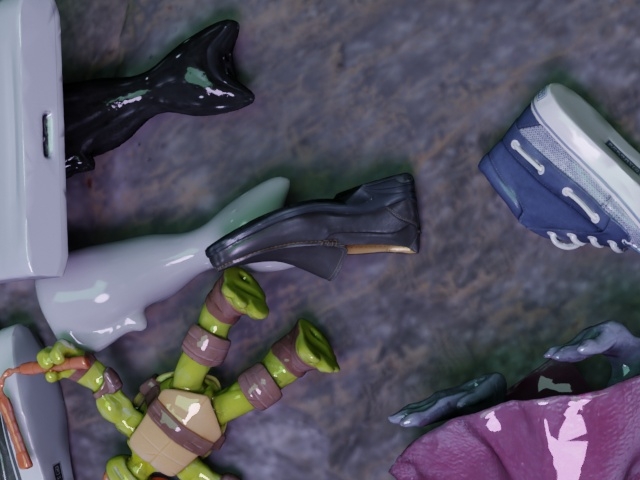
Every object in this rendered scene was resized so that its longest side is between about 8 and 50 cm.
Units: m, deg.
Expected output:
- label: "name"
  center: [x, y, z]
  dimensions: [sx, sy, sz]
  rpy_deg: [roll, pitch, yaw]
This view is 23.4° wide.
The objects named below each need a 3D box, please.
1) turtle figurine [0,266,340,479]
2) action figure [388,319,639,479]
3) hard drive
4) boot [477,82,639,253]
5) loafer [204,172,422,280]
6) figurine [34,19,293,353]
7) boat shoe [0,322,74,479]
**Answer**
- label: "turtle figurine"
  center: [-0.088, 0.138, 1.160]
  dimensions: [0.269, 0.087, 0.217]
  rpy_deg: [43, 105, -2]
- label: "action figure"
  center: [0.202, 0.250, 1.046]
  dimensions: [0.276, 0.248, 0.370]
  rpy_deg: [-24, 87, -24]
- label: "hard drive"
  center: [-0.308, -0.061, 1.197]
  dimensions: [0.308, 0.040, 0.203]
  rpy_deg: [-7, 83, 43]
- label: "boot"
  center: [0.203, -0.018, 1.104]
  dimensions: [0.190, 0.069, 0.086]
  rpy_deg: [48, 121, 11]
- label: "loafer"
  center: [0.000, 0.000, 1.124]
  dimensions: [0.170, 0.062, 0.061]
  rpy_deg: [-17, 89, -20]
- label: "figurine"
  center: [-0.128, -0.042, 1.190]
  dimensions: [0.209, 0.092, 0.214]
  rpy_deg: [-21, 81, 10]
- label: "boat shoe"
  center: [-0.237, 0.176, 1.206]
  dimensions: [0.070, 0.078, 0.219]
  rpy_deg: [-13, 84, 14]
